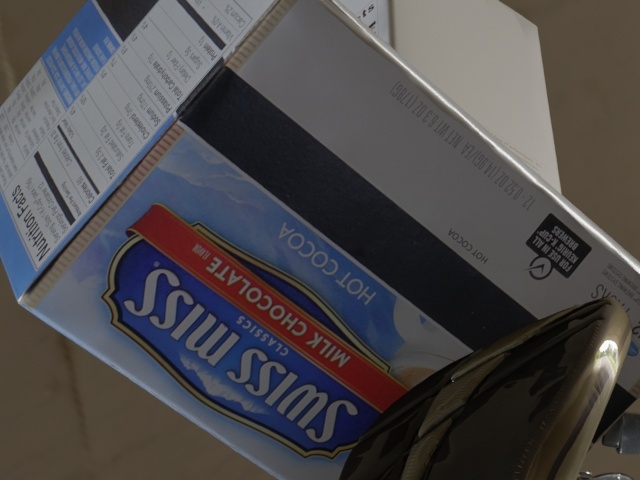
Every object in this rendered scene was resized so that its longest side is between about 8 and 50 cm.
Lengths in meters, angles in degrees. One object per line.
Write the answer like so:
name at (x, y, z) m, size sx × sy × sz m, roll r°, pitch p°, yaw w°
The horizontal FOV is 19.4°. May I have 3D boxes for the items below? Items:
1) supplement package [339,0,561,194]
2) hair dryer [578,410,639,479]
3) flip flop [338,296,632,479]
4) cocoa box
supplement package at (0.068, -0.073, 1.499) m, size 0.177 × 0.293 × 0.175 m, roll 30°, pitch -52°, yaw -25°
hair dryer at (0.135, 0.205, 1.505) m, size 0.293 × 0.080 × 0.223 m, roll -2°, pitch -23°, yaw -7°
flip flop at (0.063, 0.121, 0.647) m, size 0.112 × 0.277 × 0.080 m, roll -28°, pitch -64°, yaw 28°
cocoa box at (0.000, 0.000, 1.106) m, size 0.347 × 0.231 × 0.228 m, roll 38°, pitch -84°, yaw -28°
